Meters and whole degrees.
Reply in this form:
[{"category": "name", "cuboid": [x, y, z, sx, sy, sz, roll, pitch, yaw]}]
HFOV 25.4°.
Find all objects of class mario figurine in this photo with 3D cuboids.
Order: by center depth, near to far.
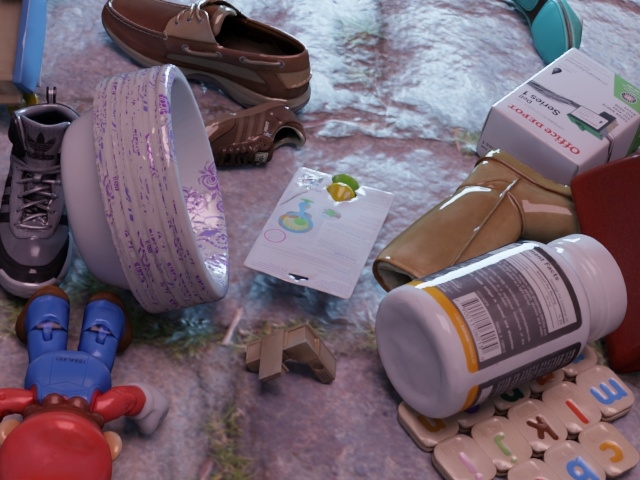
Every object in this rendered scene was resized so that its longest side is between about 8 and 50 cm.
[{"category": "mario figurine", "cuboid": [-0.286, 0.200, 1.537, 0.198, 0.170, 0.320, -22, 34, 14]}]

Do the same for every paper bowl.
[{"category": "paper bowl", "cuboid": [-0.208, -0.055, 1.661, 0.148, 0.284, 0.284, -10, 47, 5]}]

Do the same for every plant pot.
[{"category": "plant pot", "cuboid": [0.504, -0.002, 1.756, 0.267, 0.236, 0.267, -5, 74, -19]}]

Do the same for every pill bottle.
[{"category": "pill bottle", "cuboid": [0.217, 0.093, 1.681, 0.278, 0.162, 0.162, -19, 54, -29]}]

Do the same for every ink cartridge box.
[{"category": "ink cartridge box", "cuboid": [0.352, -0.162, 2.030, 0.160, 0.093, 0.219, 37, 49, 20]}]

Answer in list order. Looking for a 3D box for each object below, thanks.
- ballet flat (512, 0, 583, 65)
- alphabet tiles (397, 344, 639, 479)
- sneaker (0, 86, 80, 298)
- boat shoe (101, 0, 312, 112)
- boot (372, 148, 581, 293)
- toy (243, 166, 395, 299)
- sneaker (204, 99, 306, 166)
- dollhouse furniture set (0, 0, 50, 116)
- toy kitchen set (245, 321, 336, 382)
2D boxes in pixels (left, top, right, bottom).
[{"category": "ballet flat", "cuboid": [0.367, -0.359, 2.233, 0.087, 0.083, 0.247, 2, 47, -32]}, {"category": "alphabet tiles", "cuboid": [0.236, 0.200, 1.707, 0.284, 0.021, 0.278, -21, 53, -30]}, {"category": "sneaker", "cuboid": [-0.345, -0.067, 1.721, 0.101, 0.153, 0.269, 5, 46, -9]}, {"category": "boat shoe", "cuboid": [-0.155, -0.291, 2.006, 0.324, 0.116, 0.123, 21, 46, 6]}, {"category": "boot", "cuboid": [0.233, 0.020, 1.842, 0.236, 0.089, 0.269, 30, 50, 18]}, {"category": "toy", "cuboid": [0.000, 0.000, 1.814, 0.136, 0.056, 0.237, 17, 41, 7]}, {"category": "sneaker", "cuboid": [-0.100, -0.132, 1.907, 0.188, 0.066, 0.071, -28, 65, -32]}, {"category": "dollhouse furniture set", "cuboid": [-0.491, -0.298, 1.968, 0.286, 0.198, 0.303, -1, 76, 14]}, {"category": "toy kitchen set", "cuboid": [-0.036, 0.155, 1.676, 0.083, 0.075, 0.068, -21, 38, 21]}]
